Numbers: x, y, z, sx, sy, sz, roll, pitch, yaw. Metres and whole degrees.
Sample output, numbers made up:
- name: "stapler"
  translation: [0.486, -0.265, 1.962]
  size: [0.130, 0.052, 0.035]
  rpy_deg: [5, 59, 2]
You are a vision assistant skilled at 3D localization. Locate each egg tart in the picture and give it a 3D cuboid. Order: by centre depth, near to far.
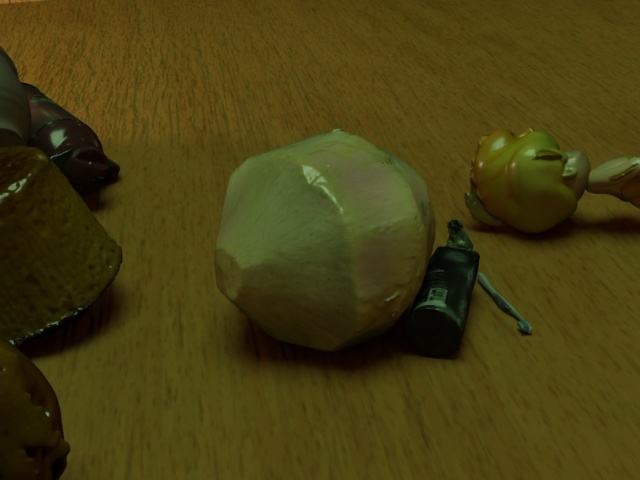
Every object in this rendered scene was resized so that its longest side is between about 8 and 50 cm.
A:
- name: "egg tart"
  translation: [-0.333, 0.008, 1.072]
  size: [0.215, 0.171, 0.215]
  rpy_deg: [-15, 31, 9]

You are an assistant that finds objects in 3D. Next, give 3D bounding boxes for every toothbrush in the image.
- name: "toothbrush"
  translation: [0.194, 0.065, 1.075]
  size: [0.013, 0.011, 0.131]
  rpy_deg: [12, 20, -19]

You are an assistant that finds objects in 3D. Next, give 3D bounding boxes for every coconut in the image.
- name: "coconut"
  translation: [0.000, 0.000, 1.021]
  size: [0.236, 0.197, 0.237]
  rpy_deg: [2, 26, -1]

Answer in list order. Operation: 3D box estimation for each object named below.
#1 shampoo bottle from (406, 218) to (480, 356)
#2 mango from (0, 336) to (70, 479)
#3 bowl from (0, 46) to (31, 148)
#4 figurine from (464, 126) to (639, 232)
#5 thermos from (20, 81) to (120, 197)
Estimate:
- name: "shampoo bottle"
  translation: [0.134, 0.044, 1.065]
  size: [0.057, 0.064, 0.208]
  rpy_deg: [12, 27, 9]
- name: "mango"
  translation: [-0.329, 0.140, 0.773]
  size: [0.287, 0.201, 0.152]
  rpy_deg: [14, 8, 9]
- name: "bowl"
  translation: [-0.483, -0.124, 1.287]
  size: [0.144, 0.287, 0.287]
  rpy_deg: [42, 43, 18]
- name: "figurine"
  translation: [0.300, -0.071, 1.228]
  size: [0.246, 0.131, 0.156]
  rpy_deg: [2, -9, 13]
- name: "thermos"
  translation: [-0.385, -0.131, 1.468]
  size: [0.109, 0.136, 0.330]
  rpy_deg: [-42, 37, -12]
